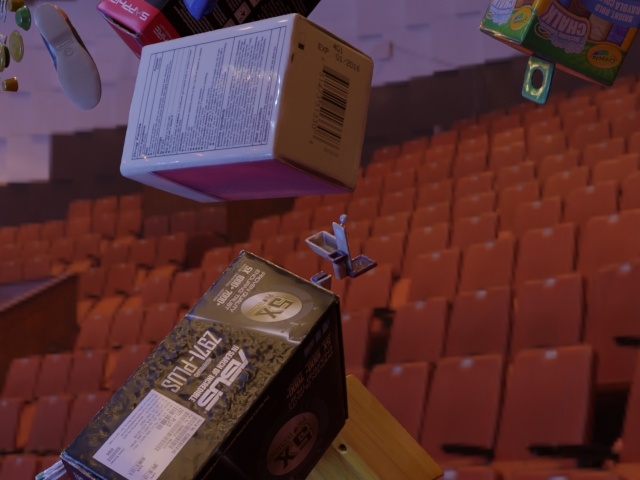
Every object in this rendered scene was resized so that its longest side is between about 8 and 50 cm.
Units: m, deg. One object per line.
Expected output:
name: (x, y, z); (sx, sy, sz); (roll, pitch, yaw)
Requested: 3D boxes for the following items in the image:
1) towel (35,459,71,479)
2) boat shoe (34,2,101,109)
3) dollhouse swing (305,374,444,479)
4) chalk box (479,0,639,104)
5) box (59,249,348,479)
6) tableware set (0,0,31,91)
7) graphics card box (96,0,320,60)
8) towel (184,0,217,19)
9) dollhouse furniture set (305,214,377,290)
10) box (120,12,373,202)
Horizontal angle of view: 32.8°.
towel: (-0.187, 0.202, 1.048); (0.152, 0.023, 0.113); (-40, -35, 6)
boat shoe: (-0.303, -0.221, 1.313); (0.049, 0.137, 0.043); (-27, 6, -5)
dollhouse swing: (-0.056, 0.427, 1.736); (0.347, 0.315, 0.305); (-41, 4, 41)
chalk box: (0.279, -0.263, 1.249); (0.132, 0.213, 0.132); (21, 11, -20)
box: (-0.063, 0.123, 0.689); (0.077, 0.180, 0.147); (25, -35, 23)
tableware set: (-0.467, -0.298, 1.648); (0.024, 0.104, 0.154); (-10, -47, -38)
graphics card box: (-0.092, -0.350, 1.376); (0.094, 0.371, 0.233); (34, -8, 30)
towel: (-0.132, -0.350, 0.899); (0.034, 0.285, 0.209); (-25, -9, -29)
dollhouse furniture set: (0.000, 0.000, 1.418); (0.091, 0.081, 0.114); (-27, 31, -23)
box: (-0.078, -0.128, 1.124); (0.232, 0.149, 0.127); (-1, -15, 42)
